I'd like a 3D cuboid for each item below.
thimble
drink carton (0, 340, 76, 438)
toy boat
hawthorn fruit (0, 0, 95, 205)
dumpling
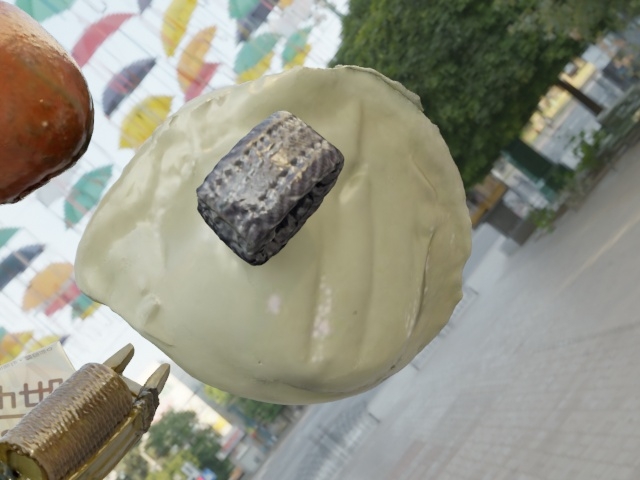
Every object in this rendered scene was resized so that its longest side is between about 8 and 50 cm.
[{"bbox_3d":[-0.036,-0.037,0.664,0.104,0.066,0.095,-45,-10,-24],"label":"thimble"},{"bbox_3d":[-0.528,0.323,1.458,0.324,0.194,0.132,-23,-37,-27],"label":"drink carton"},{"bbox_3d":[-0.269,0.211,0.942,0.310,0.089,0.115,-42,-27,-51],"label":"toy boat"},{"bbox_3d":[-0.274,-0.111,0.721,0.173,0.173,0.173,-50,-5,-6],"label":"hawthorn fruit"},{"bbox_3d":[0.000,0.000,0.830,0.315,0.395,0.233,-59,32,13],"label":"dumpling"}]
